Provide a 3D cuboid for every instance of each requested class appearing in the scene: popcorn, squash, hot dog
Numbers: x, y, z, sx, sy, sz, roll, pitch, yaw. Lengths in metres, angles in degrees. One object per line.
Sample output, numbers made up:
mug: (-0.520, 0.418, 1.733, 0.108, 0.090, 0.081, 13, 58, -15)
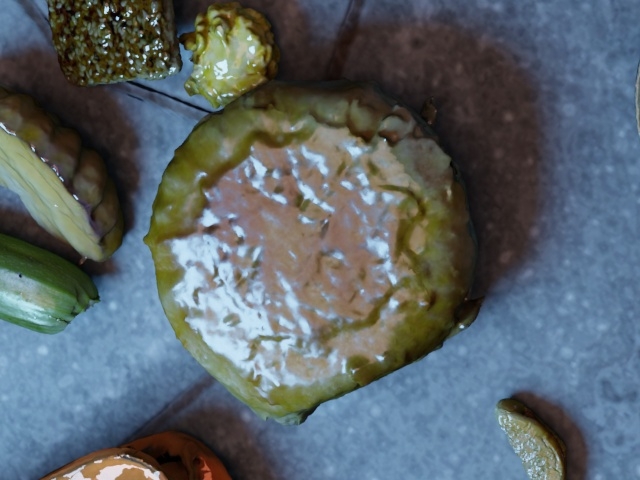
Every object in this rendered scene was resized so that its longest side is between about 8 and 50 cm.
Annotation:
popcorn: (-0.068, -0.137, 1.416, 0.083, 0.057, 0.082, -38, 95, 16)
squash: (-0.286, 0.019, 1.502, 0.239, 0.069, 0.069, 17, 104, 15)
hot dog: (0.165, 0.155, 1.414, 0.034, 0.030, 0.090, -28, 92, 18)

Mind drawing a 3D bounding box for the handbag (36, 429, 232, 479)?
handbag: (-0.222, 0.351, 1.500, 0.410, 0.116, 0.303, -26, 83, 20)

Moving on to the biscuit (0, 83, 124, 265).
biscuit: (-0.220, -0.065, 1.468, 0.183, 0.061, 0.118, 39, 149, 7)

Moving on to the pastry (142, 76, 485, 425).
pastry: (-0.006, 0.000, 1.388, 0.257, 0.121, 0.235, -29, 92, 17)

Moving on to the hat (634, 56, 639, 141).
hat: (0.337, -0.097, 1.277, 0.252, 0.110, 0.252, 1, 94, 10)

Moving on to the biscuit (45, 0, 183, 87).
biscuit: (-0.170, -0.230, 1.421, 0.131, 0.025, 0.231, -4, 99, 43)
